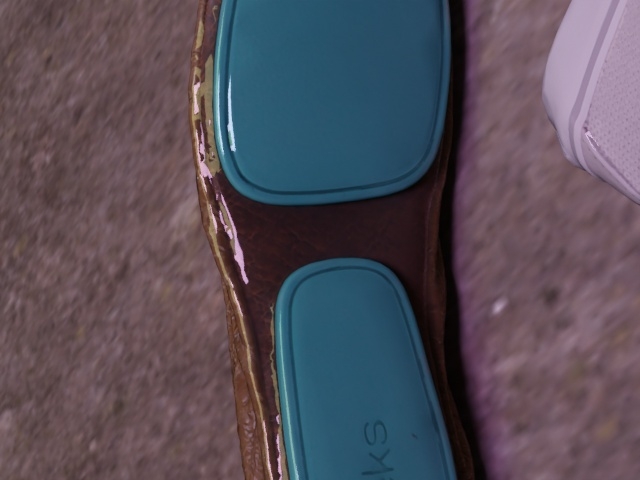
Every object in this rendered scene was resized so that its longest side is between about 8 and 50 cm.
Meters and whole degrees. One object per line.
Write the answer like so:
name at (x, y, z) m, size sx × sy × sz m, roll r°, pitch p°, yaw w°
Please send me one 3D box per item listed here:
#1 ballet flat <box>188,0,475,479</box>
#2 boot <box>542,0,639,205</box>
ballet flat at (0.000, 0.000, 0.706) m, size 0.124 × 0.116 × 0.342 m, roll 150°, pitch 114°, yaw -71°
boot at (0.160, -0.109, 0.495) m, size 0.123 × 0.095 × 0.258 m, roll 44°, pitch 131°, yaw 40°
